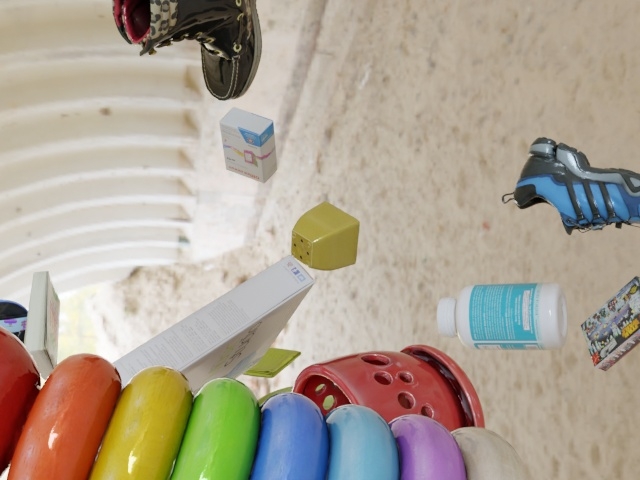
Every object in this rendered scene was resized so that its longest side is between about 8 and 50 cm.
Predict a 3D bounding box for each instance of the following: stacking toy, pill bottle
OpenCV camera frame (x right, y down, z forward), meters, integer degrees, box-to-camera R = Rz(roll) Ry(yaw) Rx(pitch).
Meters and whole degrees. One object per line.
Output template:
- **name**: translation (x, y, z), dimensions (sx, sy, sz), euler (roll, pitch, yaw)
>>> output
- **stacking toy**: translation (-0.069, 0.123, 0.404), dimensions (0.141, 0.331, 0.141), euler (-162, 90, -83)
- **pill bottle**: translation (0.394, 0.166, 1.738), dimensions (0.146, 0.264, 0.146), euler (12, -103, -62)

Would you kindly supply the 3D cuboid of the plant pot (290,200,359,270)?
- **plant pot**: translation (0.000, 0.000, 1.221), dimensions (0.081, 0.083, 0.081), euler (33, 132, 38)

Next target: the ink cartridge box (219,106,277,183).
- **ink cartridge box**: translation (-0.133, -0.175, 1.480), dimensions (0.052, 0.089, 0.122), euler (-54, -25, -34)

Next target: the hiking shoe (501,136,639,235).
- **hiking shoe**: translation (0.461, -0.056, 1.307), dimensions (0.304, 0.113, 0.132), euler (30, 95, 34)

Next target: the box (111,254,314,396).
- **box**: translation (-0.167, 0.164, 1.012), dimensions (0.058, 0.322, 0.232), euler (48, 138, 14)

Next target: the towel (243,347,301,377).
- **towel**: translation (-0.160, 0.251, 1.713), dimensions (0.237, 0.102, 0.021), euler (0, 116, 40)

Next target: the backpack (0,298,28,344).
- **backpack**: translation (-0.557, 0.157, 1.286), dimensions (0.117, 0.173, 0.158), euler (25, 120, 58)

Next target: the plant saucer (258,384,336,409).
- **plant saucer**: translation (0.009, 0.286, 1.198), dimensions (0.241, 0.241, 0.037), euler (-116, 29, -71)

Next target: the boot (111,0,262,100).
- **boot**: translation (-0.148, -0.236, 0.890), dimensions (0.179, 0.085, 0.236), euler (-39, -27, -39)

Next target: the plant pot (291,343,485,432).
- **plant pot**: translation (0.081, 0.216, 0.936), dimensions (0.191, 0.174, 0.191), euler (29, 125, 50)

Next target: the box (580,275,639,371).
- **box**: translation (0.488, 0.135, 1.294), dimensions (0.137, 0.027, 0.093), euler (-55, 23, 35)

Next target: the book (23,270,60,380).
- **book**: translation (-0.432, 0.134, 1.248), dimensions (0.096, 0.035, 0.144), euler (93, 169, -53)
